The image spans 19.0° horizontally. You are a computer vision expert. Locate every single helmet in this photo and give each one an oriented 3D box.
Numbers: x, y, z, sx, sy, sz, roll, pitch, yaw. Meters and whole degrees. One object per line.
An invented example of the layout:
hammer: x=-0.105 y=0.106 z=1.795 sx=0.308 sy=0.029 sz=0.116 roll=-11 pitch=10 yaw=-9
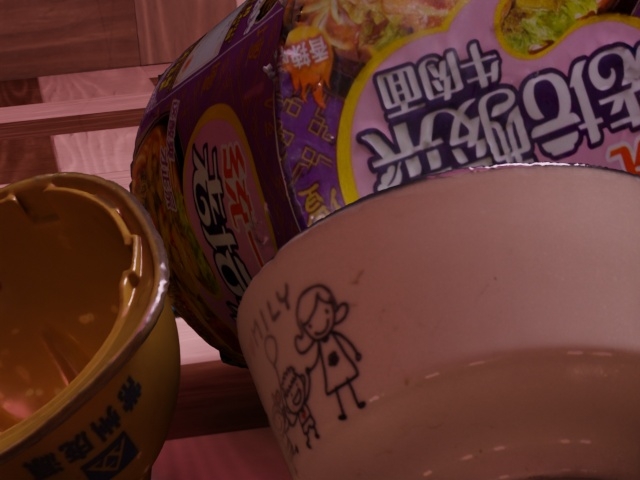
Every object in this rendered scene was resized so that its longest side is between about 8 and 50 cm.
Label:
helmet: x=-0.147 y=0.082 z=1.034 sx=0.205 sy=0.140 sz=0.257 roll=-43 pitch=35 yaw=-13

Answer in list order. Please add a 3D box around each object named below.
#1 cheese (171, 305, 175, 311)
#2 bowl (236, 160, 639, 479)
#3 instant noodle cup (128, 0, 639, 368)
cheese: x=-0.099 y=0.034 z=1.477 sx=0.256 sy=0.037 sz=0.106 roll=1 pitch=15 yaw=30
bowl: x=0.084 y=0.078 z=0.870 sx=0.237 sy=0.238 sz=0.126 roll=-6 pitch=56 yaw=-2
instant noodle cup: x=0.052 y=-0.052 z=1.153 sx=0.340 sy=0.340 sz=0.266 roll=-13 pitch=1 yaw=-32
